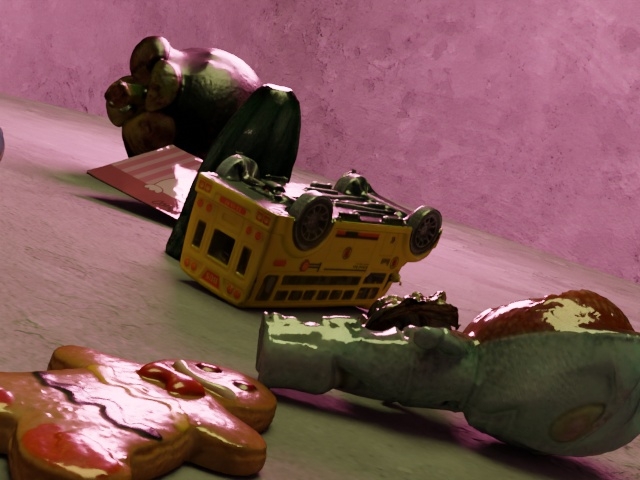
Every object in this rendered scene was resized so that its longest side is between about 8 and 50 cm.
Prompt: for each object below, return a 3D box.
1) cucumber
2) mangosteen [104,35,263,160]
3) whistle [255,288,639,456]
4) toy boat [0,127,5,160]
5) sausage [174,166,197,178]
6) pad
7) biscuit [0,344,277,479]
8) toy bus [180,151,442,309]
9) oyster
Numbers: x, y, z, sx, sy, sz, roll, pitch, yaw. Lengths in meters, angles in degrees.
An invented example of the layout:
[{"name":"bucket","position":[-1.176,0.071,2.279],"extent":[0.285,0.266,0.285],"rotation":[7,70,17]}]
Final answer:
[{"name":"cucumber","position":[-0.100,-0.075,1.153],"extent":[0.115,0.244,0.063],"rotation":[25,11,5]},{"name":"mangosteen","position":[-0.247,-0.240,1.793],"extent":[0.313,0.297,0.297],"rotation":[54,-5,-17]},{"name":"whistle","position":[0.123,0.098,0.757],"extent":[0.346,0.134,0.142],"rotation":[7,-7,-8]},{"name":"toy boat","position":[-0.532,-0.124,1.174],"extent":[0.215,0.123,0.330],"rotation":[13,-5,5]},{"name":"sausage","position":[-0.199,-0.074,1.561],"extent":[0.141,0.076,0.076],"rotation":[15,7,13]},{"name":"pad","position":[-0.184,-0.074,1.477],"extent":[0.299,0.005,0.202],"rotation":[27,30,25]},{"name":"biscuit","position":[-0.110,0.097,0.578],"extent":[0.165,0.036,0.250],"rotation":[21,8,28]},{"name":"toy bus","position":[0.000,0.000,1.123],"extent":[0.144,0.152,0.330],"rotation":[28,15,36]},{"name":"oyster","position":[0.068,0.078,0.868],"extent":[0.105,0.056,0.177],"rotation":[-17,-18,1]}]
